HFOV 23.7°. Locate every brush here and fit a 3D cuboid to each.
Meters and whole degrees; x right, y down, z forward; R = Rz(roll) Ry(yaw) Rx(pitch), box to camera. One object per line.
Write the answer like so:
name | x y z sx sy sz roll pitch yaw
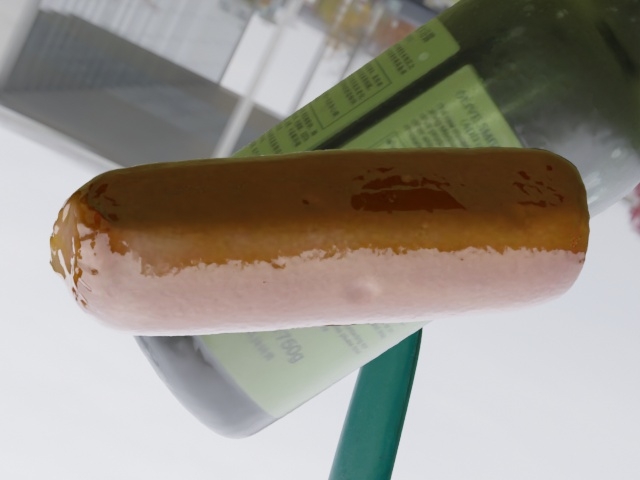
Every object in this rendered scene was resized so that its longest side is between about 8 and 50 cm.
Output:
brush | 0.031 0.128 0.881 0.043 0.193 0.032 5 161 38

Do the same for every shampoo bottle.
shampoo bottle | 0.054 -0.034 0.607 0.101 0.284 0.101 55 -174 -8

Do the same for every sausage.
sausage | 0.000 0.000 0.374 0.131 0.039 0.041 -4 -130 -14
